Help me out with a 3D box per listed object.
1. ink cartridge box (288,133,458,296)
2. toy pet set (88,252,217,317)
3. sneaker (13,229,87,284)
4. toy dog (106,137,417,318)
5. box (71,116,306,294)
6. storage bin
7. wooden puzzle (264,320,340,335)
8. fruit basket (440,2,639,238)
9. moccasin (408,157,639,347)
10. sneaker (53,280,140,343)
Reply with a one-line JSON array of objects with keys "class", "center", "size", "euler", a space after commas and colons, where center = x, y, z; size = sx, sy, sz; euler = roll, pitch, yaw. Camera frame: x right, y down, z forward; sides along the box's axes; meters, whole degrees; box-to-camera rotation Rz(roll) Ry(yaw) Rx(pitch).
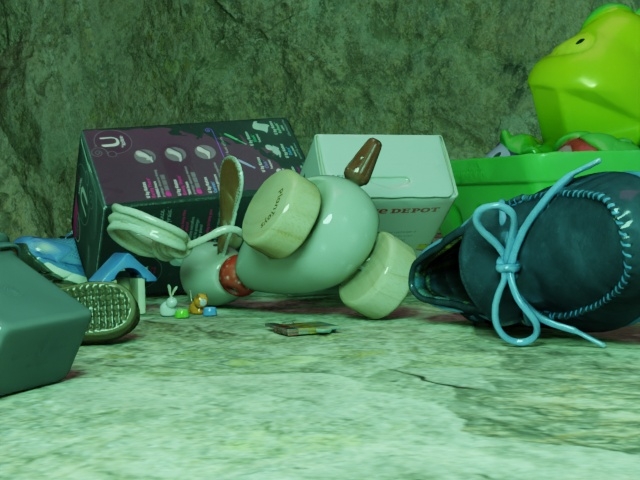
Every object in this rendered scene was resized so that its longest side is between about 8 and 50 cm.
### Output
[{"class": "ink cartridge box", "center": [0.048, -0.027, 1.479], "size": [0.154, 0.093, 0.212], "euler": [-2, -30, -16]}, {"class": "toy pet set", "center": [-0.184, 0.046, 1.335], "size": [0.122, 0.065, 0.114], "euler": [-2, 2, -28]}, {"class": "sneaker", "center": [-0.291, -0.007, 1.741], "size": [0.129, 0.147, 0.330], "euler": [0, 4, 33]}, {"class": "toy dog", "center": [-0.035, -0.021, 1.312], "size": [0.333, 0.161, 0.220], "euler": [6, -28, 41]}, {"class": "box", "center": [-0.158, -0.041, 1.588], "size": [0.270, 0.165, 0.143], "euler": [-5, 47, -22]}, {"class": "storage bin", "center": [-0.220, 0.060, 0.835], "size": [0.091, 0.098, 0.135], "euler": [29, 12, 19]}, {"class": "wooden puzzle", "center": [-0.014, 0.078, 1.136], "size": [0.049, 0.006, 0.083], "euler": [-2, 2, -20]}, {"class": "fruit basket", "center": [0.314, -0.128, 1.659], "size": [0.283, 0.392, 0.392], "euler": [-3, 2, -18]}, {"class": "moccasin", "center": [0.165, 0.030, 1.036], "size": [0.116, 0.138, 0.342], "euler": [-7, -11, -16]}, {"class": "sneaker", "center": [-0.248, 0.067, 1.098], "size": [0.188, 0.066, 0.071], "euler": [4, -15, 0]}]
